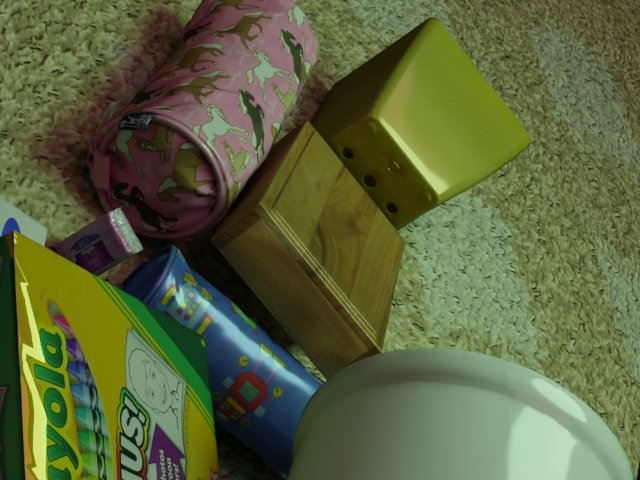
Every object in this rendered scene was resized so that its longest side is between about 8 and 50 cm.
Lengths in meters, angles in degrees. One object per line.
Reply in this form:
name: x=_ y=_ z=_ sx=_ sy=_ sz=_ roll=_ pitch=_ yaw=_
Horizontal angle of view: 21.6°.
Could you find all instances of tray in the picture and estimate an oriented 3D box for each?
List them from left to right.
tray: x=0.000 y=0.000 z=1.908 sx=0.203 sy=0.076 sz=0.411 roll=51 pitch=16 yaw=-9

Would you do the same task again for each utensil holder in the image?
utensil holder: x=0.089 y=0.343 z=1.465 sx=0.327 sy=0.327 sz=0.385 roll=43 pitch=40 yaw=-20

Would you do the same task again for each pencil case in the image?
pencil case: x=-0.126 y=-0.158 z=1.913 sx=0.167 sy=0.160 sz=0.386 roll=52 pitch=33 yaw=-16
pencil case: x=-0.090 y=0.136 z=1.740 sx=0.306 sy=0.119 sz=0.133 roll=42 pitch=6 yaw=-21

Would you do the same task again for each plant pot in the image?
plant pot: x=0.103 y=-0.121 z=2.157 sx=0.212 sy=0.212 sz=0.187 roll=51 pitch=44 yaw=-9

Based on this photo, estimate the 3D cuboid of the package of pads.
package of pads: x=-0.226 y=0.007 z=1.708 sx=0.050 sy=0.083 sz=0.032 roll=62 pitch=28 yaw=3

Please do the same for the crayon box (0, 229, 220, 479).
crayon box: x=-0.200 y=0.216 z=1.440 sx=0.313 sy=0.106 sz=0.363 roll=37 pitch=39 yaw=-57

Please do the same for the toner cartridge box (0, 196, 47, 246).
toner cartridge box: x=-0.350 y=0.090 z=1.480 sx=0.165 sy=0.075 sz=0.348 roll=37 pitch=37 yaw=-32

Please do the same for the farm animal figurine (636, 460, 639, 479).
farm animal figurine: x=0.301 y=0.369 z=1.970 sx=0.172 sy=0.330 sz=0.327 roll=-79 pitch=156 yaw=-51
